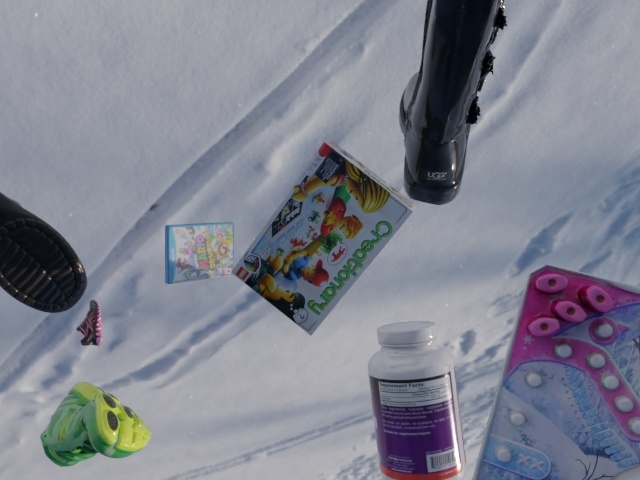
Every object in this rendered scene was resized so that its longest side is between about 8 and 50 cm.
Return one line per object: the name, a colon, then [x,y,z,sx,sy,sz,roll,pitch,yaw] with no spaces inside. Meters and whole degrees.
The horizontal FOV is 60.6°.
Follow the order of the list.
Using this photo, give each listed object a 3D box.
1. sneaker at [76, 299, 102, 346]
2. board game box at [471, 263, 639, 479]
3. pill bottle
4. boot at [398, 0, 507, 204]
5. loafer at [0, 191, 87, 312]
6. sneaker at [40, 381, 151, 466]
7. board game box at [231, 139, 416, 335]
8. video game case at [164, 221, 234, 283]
sneaker: [-0.543,0.194,1.286,0.057,0.119,0.047,-3,149,-21]
board game box: [0.339,0.254,0.482,0.390,0.389,0.050,15,180,18]
pill bottle: [0.197,0.338,1.144,0.182,0.322,0.181,-7,179,0]
boot: [0.217,-0.341,0.927,0.146,0.366,0.445,0,139,5]
loafer: [-0.577,-0.019,1.001,0.134,0.130,0.366,-44,113,-16]
sneaker: [-0.355,0.302,0.851,0.109,0.123,0.296,46,151,-19]
board game box: [0.000,0.000,0.984,0.305,0.193,0.053,-53,178,19]
video game case: [-0.250,0.023,1.150,0.015,0.119,0.166,7,-171,42]
